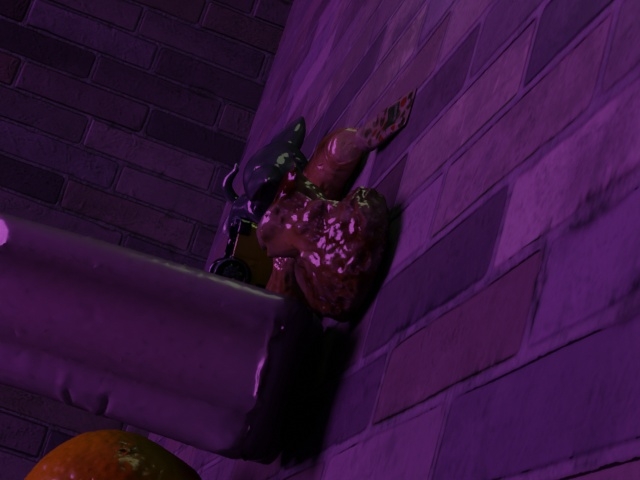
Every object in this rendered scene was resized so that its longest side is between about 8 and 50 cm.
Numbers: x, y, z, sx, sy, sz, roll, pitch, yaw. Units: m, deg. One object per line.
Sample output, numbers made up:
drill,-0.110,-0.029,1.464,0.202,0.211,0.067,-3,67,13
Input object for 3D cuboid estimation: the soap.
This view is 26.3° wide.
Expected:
soap,-0.234,0.128,1.735,0.350,0.435,0.213,53,-126,-74

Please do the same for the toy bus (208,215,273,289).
toy bus,-0.099,0.106,1.985,0.128,0.150,0.262,-176,101,-80

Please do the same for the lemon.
lemon,-0.302,0.428,1.987,0.336,0.336,0.336,-160,90,-81

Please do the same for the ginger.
ginger,0.015,-0.101,2.017,0.190,0.069,0.095,-63,33,34

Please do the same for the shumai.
shumai,0.000,0.000,1.646,0.161,0.153,0.209,-64,5,-6

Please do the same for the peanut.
peanut,-0.026,0.044,1.866,0.099,0.099,0.214,-87,16,-63

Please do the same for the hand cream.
hand cream,0.087,-0.155,1.841,0.165,0.037,0.057,-35,36,65

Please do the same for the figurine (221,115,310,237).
figurine,-0.098,-0.100,2.498,0.265,0.140,0.193,-19,28,49
